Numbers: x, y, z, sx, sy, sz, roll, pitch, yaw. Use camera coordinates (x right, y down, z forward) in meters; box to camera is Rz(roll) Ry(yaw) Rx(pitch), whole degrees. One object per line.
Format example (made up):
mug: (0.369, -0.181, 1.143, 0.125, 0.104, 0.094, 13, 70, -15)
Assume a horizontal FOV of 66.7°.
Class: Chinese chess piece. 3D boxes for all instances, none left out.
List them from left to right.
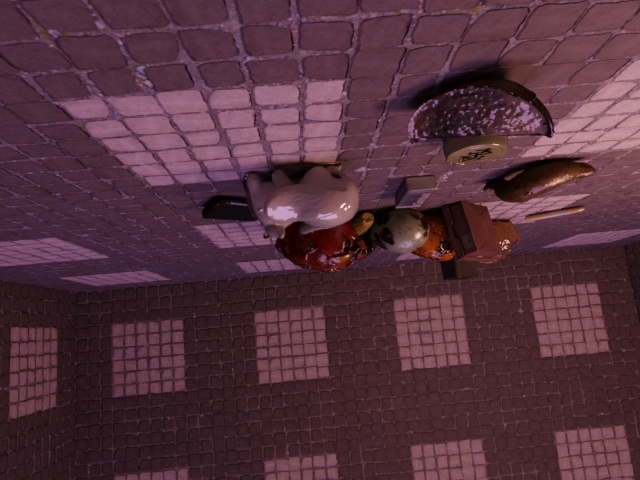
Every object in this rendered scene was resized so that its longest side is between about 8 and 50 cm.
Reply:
Chinese chess piece: (0.357, -0.220, 1.123, 0.144, 0.058, 0.144, -5, 170, -1)

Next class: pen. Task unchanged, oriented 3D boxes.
pen: (1.004, -0.115, 2.092, 0.234, 0.032, 0.040, -11, -168, 25)

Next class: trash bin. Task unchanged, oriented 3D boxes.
trash bin: (0.644, 0.062, 2.299, 0.164, 0.240, 0.122, 3, 167, -34)

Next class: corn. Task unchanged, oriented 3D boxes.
corn: (0.158, -0.063, 1.861, 0.068, 0.067, 0.206, -3, 169, -9)

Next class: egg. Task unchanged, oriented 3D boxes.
egg: (0.290, -0.035, 1.800, 0.231, 0.168, 0.169, -8, 170, 37)

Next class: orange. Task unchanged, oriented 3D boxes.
orange: (0.443, -0.012, 1.929, 0.235, 0.182, 0.234, -1, -165, 0)

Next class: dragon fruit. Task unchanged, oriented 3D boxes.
dragon fruit: (0.004, 0.000, 1.724, 0.315, 0.249, 0.250, 4, 178, 40)

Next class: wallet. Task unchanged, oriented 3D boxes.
wallet: (-0.239, -0.100, 1.544, 0.250, 0.044, 0.149, 1, 164, -30)

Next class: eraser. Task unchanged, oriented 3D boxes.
eraser: (0.291, -0.148, 1.518, 0.092, 0.046, 0.212, -4, 170, -3)

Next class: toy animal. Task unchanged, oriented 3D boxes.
toy animal: (-0.052, -0.098, 1.273, 0.249, 0.173, 0.289, 3, 168, -42)

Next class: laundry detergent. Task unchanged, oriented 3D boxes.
laundry detergent: (0.177, 0.016, 1.952, 0.144, 0.078, 0.221, -47, -168, 14)

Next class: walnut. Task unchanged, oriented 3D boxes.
walnut: (0.775, 0.004, 2.184, 0.238, 0.204, 0.141, -44, -158, 10)

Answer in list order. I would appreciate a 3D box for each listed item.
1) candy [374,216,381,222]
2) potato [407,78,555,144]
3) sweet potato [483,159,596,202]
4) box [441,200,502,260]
candy: (0.256, -0.076, 1.934, 0.088, 0.038, 0.136, 4, 169, 36)
potato: (0.294, -0.256, 0.898, 0.262, 0.100, 0.120, 5, 137, 28)
sweet potato: (0.626, -0.171, 1.431, 0.310, 0.097, 0.124, -15, -173, 38)
box: (0.574, -0.034, 1.833, 0.215, 0.214, 0.086, 5, 154, -43)
